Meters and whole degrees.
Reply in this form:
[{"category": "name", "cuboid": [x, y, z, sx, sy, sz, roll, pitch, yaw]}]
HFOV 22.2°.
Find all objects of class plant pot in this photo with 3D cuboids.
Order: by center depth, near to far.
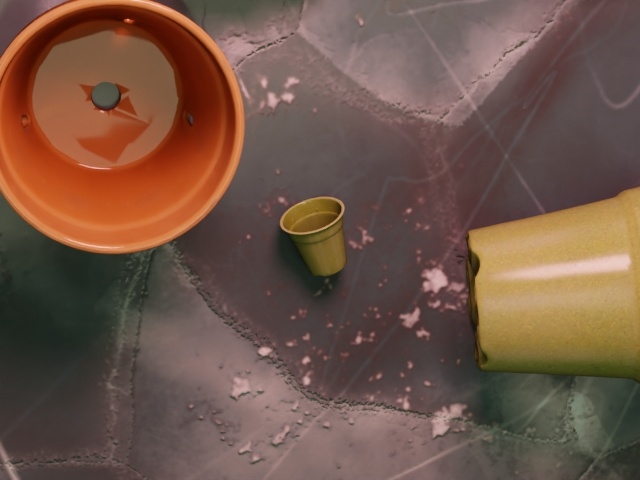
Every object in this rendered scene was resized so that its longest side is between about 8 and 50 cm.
[{"category": "plant pot", "cuboid": [-0.244, -0.149, 1.894, 0.291, 0.203, 0.291, -3, 105, -10]}, {"category": "plant pot", "cuboid": [0.315, 0.065, 2.053, 0.254, 0.276, 0.276, -5, 107, 3]}, {"category": "plant pot", "cuboid": [0.000, 0.000, 2.055, 0.083, 0.083, 0.079, -21, 121, -4]}]
